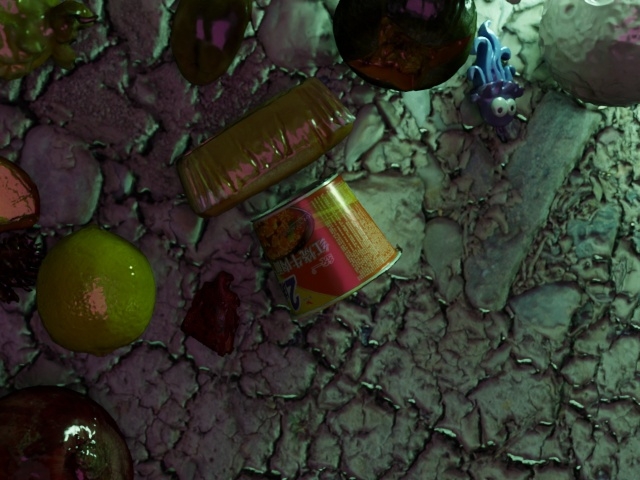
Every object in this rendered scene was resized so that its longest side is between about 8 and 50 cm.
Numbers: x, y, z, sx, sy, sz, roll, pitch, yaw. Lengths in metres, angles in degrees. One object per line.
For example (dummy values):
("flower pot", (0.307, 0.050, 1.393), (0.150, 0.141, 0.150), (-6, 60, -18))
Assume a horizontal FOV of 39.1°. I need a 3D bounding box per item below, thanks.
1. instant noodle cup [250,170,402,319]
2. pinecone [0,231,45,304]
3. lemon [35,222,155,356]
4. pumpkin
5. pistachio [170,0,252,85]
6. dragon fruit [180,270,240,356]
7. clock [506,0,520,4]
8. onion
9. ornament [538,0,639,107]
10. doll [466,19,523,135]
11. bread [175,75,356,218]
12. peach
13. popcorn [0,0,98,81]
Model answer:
("instant noodle cup", (0.000, 0.000, 1.448), (0.213, 0.213, 0.174), (-31, 96, -12))
("pinecone", (-0.470, 0.038, 1.357), (0.102, 0.102, 0.109), (42, 60, -18))
("lemon", (-0.338, 0.074, 1.356), (0.178, 0.178, 0.203), (-3, 85, -17))
("pumpkin", (0.133, -0.345, 1.430), (0.238, 0.238, 0.159), (20, 59, -19))
("pistachio", (-0.172, -0.336, 1.395), (0.110, 0.100, 0.189), (23, 91, -23))
("dragon fruit", (-0.161, 0.121, 1.475), (0.097, 0.063, 0.131), (27, 88, -19))
("clock", (0.201, -0.522, 1.390), (0.235, 0.309, 0.166), (23, 112, -26))
("onion", (-0.404, 0.349, 1.331), (0.276, 0.276, 0.276), (-2, 97, -17))
("ornament", (0.495, -0.360, 1.516), (0.259, 0.259, 0.225), (-57, 146, -4))
("doll", (0.300, -0.284, 1.572), (0.110, 0.067, 0.205), (-10, 89, -25))
("bread", (-0.094, -0.145, 1.419), (0.288, 0.152, 0.119), (-34, 100, -11))
("peach", (-0.485, -0.068, 1.323), (0.151, 0.118, 0.151), (10, 114, 24))
("popcorn", (-0.432, -0.301, 1.286), (0.195, 0.173, 0.168), (18, 59, -19))
